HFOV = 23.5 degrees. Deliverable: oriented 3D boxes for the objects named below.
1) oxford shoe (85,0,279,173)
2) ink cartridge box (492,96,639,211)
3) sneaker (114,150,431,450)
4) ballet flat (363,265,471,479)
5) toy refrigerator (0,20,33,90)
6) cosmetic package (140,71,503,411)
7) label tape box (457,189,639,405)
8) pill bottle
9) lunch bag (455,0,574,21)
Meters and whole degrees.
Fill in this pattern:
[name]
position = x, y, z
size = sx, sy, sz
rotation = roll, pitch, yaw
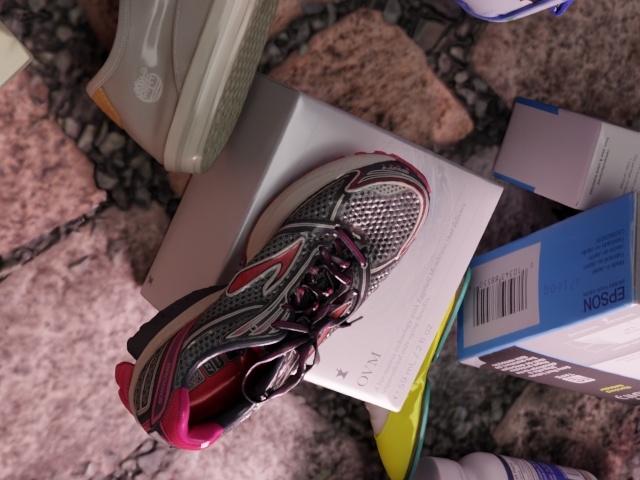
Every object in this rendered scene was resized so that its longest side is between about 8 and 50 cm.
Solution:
[oxford shoe]
position = -0.075, -0.277, 1.233
size = 0.130, 0.169, 0.449
rotation = 21, 95, 7
[ink cartridge box]
position = 0.292, -0.064, 1.463
size = 0.203, 0.148, 0.085
rotation = 12, 98, -29
[sneaker]
position = -0.021, 0.054, 1.214
size = 0.299, 0.112, 0.121
rotation = -45, 116, -7
[ballet flat]
position = 0.077, 0.116, 1.466
size = 0.077, 0.077, 0.230
rotation = 15, 96, -7
[toy refrigerator]
position = -0.357, -0.087, 1.179
size = 0.269, 0.094, 0.102
rotation = -46, 112, -7
[cosmetic package]
position = 0.000, 0.000, 1.350
size = 0.225, 0.138, 0.224
rotation = 22, 95, -28
[label tape box]
position = 0.341, 0.077, 1.464
size = 0.348, 0.249, 0.115
rotation = 18, 65, -28
[pill bottle]
position = 0.180, 0.269, 1.528
size = 0.187, 0.112, 0.112
rotation = 13, 100, -23
[lunch bag]
position = 0.163, -0.296, 1.246
size = 0.243, 0.303, 0.115
rotation = 43, 70, -17
